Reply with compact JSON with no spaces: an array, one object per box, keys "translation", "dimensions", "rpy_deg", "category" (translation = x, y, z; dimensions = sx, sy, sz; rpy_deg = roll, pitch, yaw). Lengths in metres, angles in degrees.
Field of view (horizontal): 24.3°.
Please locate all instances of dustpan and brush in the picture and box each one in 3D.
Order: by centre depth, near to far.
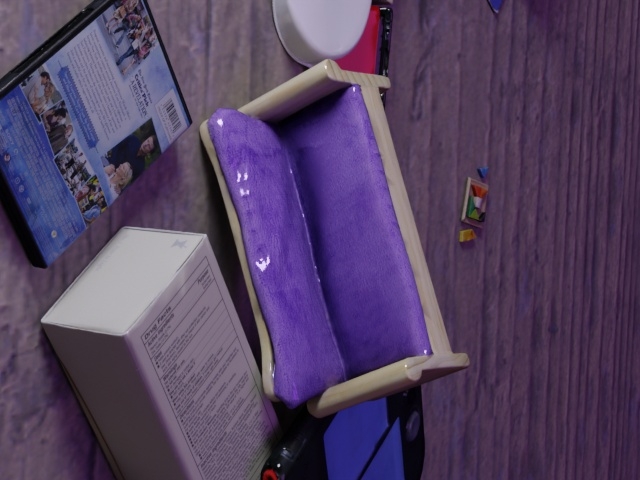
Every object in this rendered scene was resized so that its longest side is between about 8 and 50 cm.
[{"translation":[0.002,-0.236,1.775],"dimensions":[0.147,0.060,0.211],"rpy_deg":[-18,108,-38],"category":"dustpan and brush"}]

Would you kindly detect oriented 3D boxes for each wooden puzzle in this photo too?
[{"translation":[0.233,-0.054,2.216],"dimensions":[0.079,0.014,0.116],"rpy_deg":[5,91,-59],"category":"wooden puzzle"}]

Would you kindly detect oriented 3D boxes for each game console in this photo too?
[{"translation":[0.038,0.279,1.779],"dimensions":[0.386,0.060,0.342],"rpy_deg":[-53,150,-47],"category":"game console"},{"translation":[0.044,-0.225,1.881],"dimensions":[0.124,0.085,0.144],"rpy_deg":[-74,169,-87],"category":"game console"}]

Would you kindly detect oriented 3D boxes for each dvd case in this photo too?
[{"translation":[-0.228,-0.119,1.440],"dimensions":[0.253,0.022,0.180],"rpy_deg":[-50,135,-37],"category":"dvd case"}]

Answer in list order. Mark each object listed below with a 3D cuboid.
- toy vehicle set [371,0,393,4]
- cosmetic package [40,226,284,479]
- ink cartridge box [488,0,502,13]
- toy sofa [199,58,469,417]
[{"translation":[0.062,-0.446,1.847],"dimensions":[0.166,0.035,0.266],"rpy_deg":[24,75,-57],"category":"toy vehicle set"},{"translation":[-0.152,0.155,1.537],"dimensions":[0.160,0.113,0.309],"rpy_deg":[-53,136,-41],"category":"cosmetic package"},{"translation":[0.285,-0.554,2.149],"dimensions":[0.324,0.071,0.330],"rpy_deg":[52,53,-50],"category":"ink cartridge box"},{"translation":[0.014,-0.002,1.610],"dimensions":[0.177,0.150,0.362],"rpy_deg":[1,70,-50],"category":"toy sofa"}]
